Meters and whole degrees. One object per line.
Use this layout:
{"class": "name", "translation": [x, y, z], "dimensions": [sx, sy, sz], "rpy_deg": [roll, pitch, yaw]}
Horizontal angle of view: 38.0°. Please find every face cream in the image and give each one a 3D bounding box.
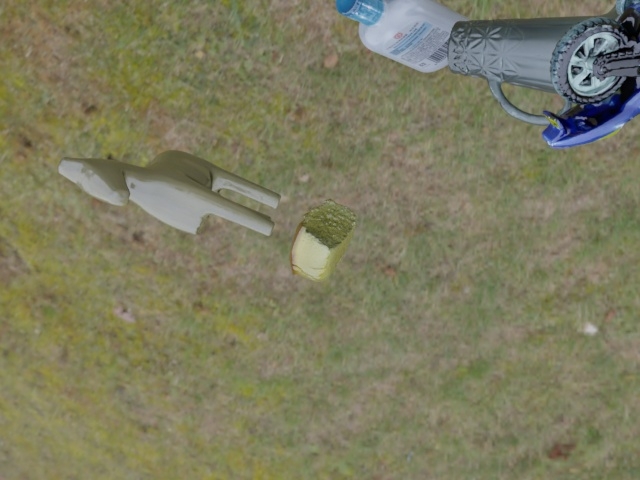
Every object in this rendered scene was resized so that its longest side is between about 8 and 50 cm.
{"class": "face cream", "translation": [0.166, -0.443, 1.914], "dimensions": [0.336, 0.080, 0.163], "rpy_deg": [11, 142, -44]}

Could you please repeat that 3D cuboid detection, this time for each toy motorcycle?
{"class": "toy motorcycle", "translation": [0.383, -0.190, 1.007], "dimensions": [0.315, 0.113, 0.169], "rpy_deg": [-20, 123, -9]}

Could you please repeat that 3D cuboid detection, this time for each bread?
{"class": "bread", "translation": [-0.004, 0.009, 1.595], "dimensions": [0.086, 0.156, 0.125], "rpy_deg": [24, 122, 10]}

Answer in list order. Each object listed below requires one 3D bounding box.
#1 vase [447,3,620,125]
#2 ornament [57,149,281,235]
{"class": "vase", "translation": [0.393, -0.340, 1.747], "dimensions": [0.300, 0.251, 0.156], "rpy_deg": [11, 171, 23]}
{"class": "ornament", "translation": [-0.169, -0.056, 1.079], "dimensions": [0.244, 0.230, 0.061], "rpy_deg": [22, 104, -7]}
